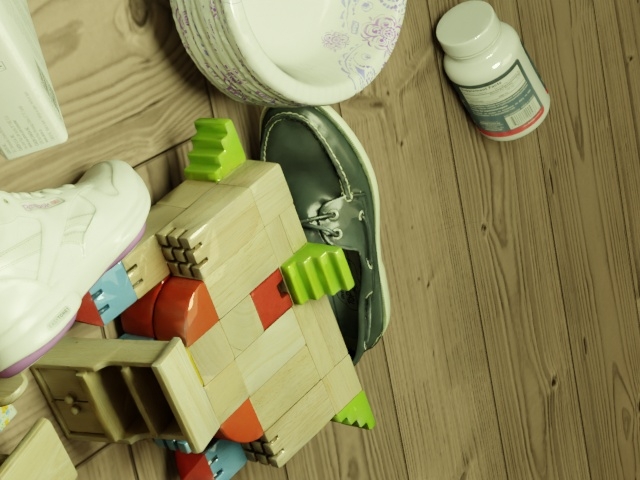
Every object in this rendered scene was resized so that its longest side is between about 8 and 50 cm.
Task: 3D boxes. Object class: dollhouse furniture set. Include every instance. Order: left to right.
[{"bbox_3d":[-0.230,0.202,1.697,0.242,0.161,0.212,-54,133,-42],"label":"dollhouse furniture set"}]

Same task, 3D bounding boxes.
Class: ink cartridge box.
[{"bbox_3d":[-0.296,-0.237,1.538,0.296,0.066,0.261,77,-5,-72],"label":"ink cartridge box"}]

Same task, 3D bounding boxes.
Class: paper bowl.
[{"bbox_3d":[-0.050,-0.282,1.957,0.284,0.148,0.284,-5,97,-48],"label":"paper bowl"}]

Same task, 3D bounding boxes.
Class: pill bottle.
[{"bbox_3d":[0.223,-0.226,2.446,0.180,0.108,0.108,55,46,-41],"label":"pill bottle"}]

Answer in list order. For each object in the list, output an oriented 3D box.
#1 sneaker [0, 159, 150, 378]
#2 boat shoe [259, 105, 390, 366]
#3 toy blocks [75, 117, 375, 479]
[{"bbox_3d":[-0.256,-0.011,1.701,0.152,0.114,0.305,49,33,-13],"label":"sneaker"},{"bbox_3d":[-0.004,0.001,2.081,0.113,0.127,0.340,-64,150,-52],"label":"boat shoe"},{"bbox_3d":[-0.112,0.106,1.899,0.261,0.191,0.381,-41,124,-35],"label":"toy blocks"}]
